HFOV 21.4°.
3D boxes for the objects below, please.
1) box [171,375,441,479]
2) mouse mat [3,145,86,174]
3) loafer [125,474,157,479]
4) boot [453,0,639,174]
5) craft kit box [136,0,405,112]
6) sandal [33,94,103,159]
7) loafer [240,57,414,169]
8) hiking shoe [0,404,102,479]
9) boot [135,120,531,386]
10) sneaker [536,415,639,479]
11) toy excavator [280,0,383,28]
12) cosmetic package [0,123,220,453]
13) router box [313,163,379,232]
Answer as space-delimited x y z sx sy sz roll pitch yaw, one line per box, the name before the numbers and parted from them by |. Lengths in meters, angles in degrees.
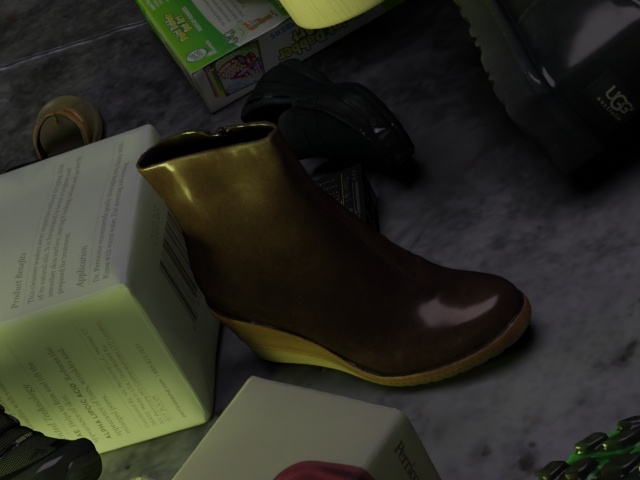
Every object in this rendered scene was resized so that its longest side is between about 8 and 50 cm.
box | -0.030 0.219 1.006 0.127 0.148 0.232 9 49 40
mouse mat | -0.235 -0.052 1.507 0.152 0.007 0.190 -15 19 13
loafer | -0.205 0.241 1.145 0.268 0.092 0.102 -34 35 -9
boot | 0.310 -0.296 1.334 0.445 0.146 0.367 -38 41 18
craft kit box | -0.050 -0.256 1.707 0.246 0.061 0.250 -28 35 -5
sandal | -0.252 -0.095 1.641 0.072 0.049 0.180 -21 35 9
loafer | 0.004 -0.097 1.456 0.078 0.076 0.223 -42 32 -11
hiking shoe | -0.253 0.140 1.178 0.227 0.114 0.086 -8 11 33
boot | 0.007 0.006 1.200 0.248 0.207 0.090 -5 41 30
sneaker | 0.142 0.240 0.833 0.134 0.146 0.343 8 66 50
toy excavator | -0.003 -0.345 1.480 0.445 0.222 0.433 -1 43 51
cosmetic package | -0.282 0.075 1.357 0.385 0.156 0.217 -18 36 16
router box | 0.000 0.000 1.360 0.092 0.038 0.122 -19 35 12
